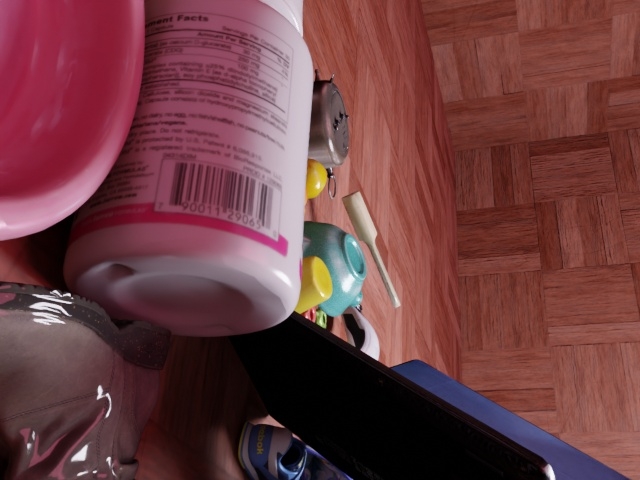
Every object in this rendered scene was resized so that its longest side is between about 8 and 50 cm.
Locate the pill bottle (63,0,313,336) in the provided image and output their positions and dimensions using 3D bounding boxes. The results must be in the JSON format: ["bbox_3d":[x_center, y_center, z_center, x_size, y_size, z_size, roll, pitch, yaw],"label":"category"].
[{"bbox_3d":[-0.087,-0.084,0.557,0.160,0.160,0.283,57,32,-58],"label":"pill bottle"}]

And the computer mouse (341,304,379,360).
[{"bbox_3d":[0.058,0.129,1.107,0.193,0.042,0.106,-106,178,-51],"label":"computer mouse"}]

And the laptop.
[{"bbox_3d":[0.132,0.155,0.733,0.236,0.382,0.408,-42,134,-24],"label":"laptop"}]

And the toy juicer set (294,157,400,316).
[{"bbox_3d":[0.000,0.000,0.986,0.329,0.089,0.209,11,61,-65],"label":"toy juicer set"}]

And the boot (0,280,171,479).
[{"bbox_3d":[-0.159,0.113,0.400,0.246,0.083,0.161,41,52,-65],"label":"boot"}]

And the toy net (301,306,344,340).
[{"bbox_3d":[-0.010,0.140,0.953,0.232,0.045,0.122,16,70,-73],"label":"toy net"}]

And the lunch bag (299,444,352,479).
[{"bbox_3d":[0.031,0.325,0.954,0.151,0.096,0.129,57,11,13],"label":"lunch bag"}]

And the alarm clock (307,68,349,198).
[{"bbox_3d":[0.008,-0.154,1.097,0.129,0.064,0.192,-60,145,-64],"label":"alarm clock"}]

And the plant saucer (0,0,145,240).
[{"bbox_3d":[-0.199,-0.161,0.339,0.332,0.084,0.332,-5,90,-75],"label":"plant saucer"}]

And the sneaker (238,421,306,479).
[{"bbox_3d":[-0.041,0.246,0.786,0.144,0.059,0.053,69,20,-44],"label":"sneaker"}]
